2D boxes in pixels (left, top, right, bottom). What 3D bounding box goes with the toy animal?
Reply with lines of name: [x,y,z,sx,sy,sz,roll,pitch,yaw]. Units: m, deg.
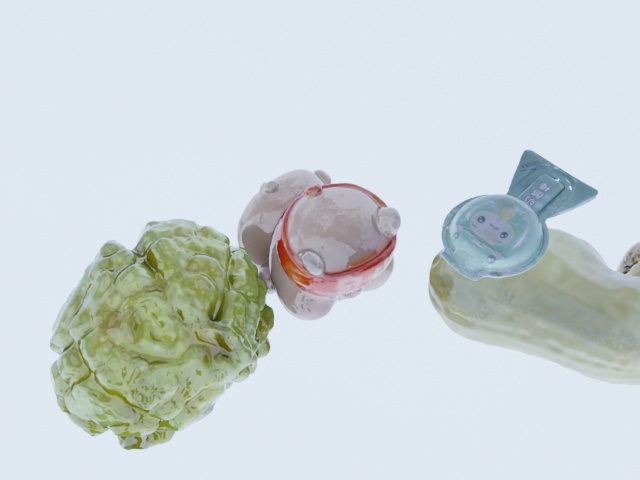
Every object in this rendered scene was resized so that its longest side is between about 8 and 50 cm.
toy animal: [0.000,0.000,2.122,0.171,0.171,0.197,31,-2,-34]

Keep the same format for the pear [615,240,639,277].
pear: [0.437,0.085,2.171,0.209,0.209,0.209,8,-27,4]

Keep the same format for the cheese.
cheese: [0.122,-0.013,1.167,0.067,0.120,0.026,34,-36,21]

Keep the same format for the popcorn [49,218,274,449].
popcorn: [-0.182,0.105,2.071,0.224,0.270,0.258,38,-58,1]

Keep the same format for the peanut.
peanut: [0.267,0.064,1.955,0.319,0.147,0.147,15,-23,25]
